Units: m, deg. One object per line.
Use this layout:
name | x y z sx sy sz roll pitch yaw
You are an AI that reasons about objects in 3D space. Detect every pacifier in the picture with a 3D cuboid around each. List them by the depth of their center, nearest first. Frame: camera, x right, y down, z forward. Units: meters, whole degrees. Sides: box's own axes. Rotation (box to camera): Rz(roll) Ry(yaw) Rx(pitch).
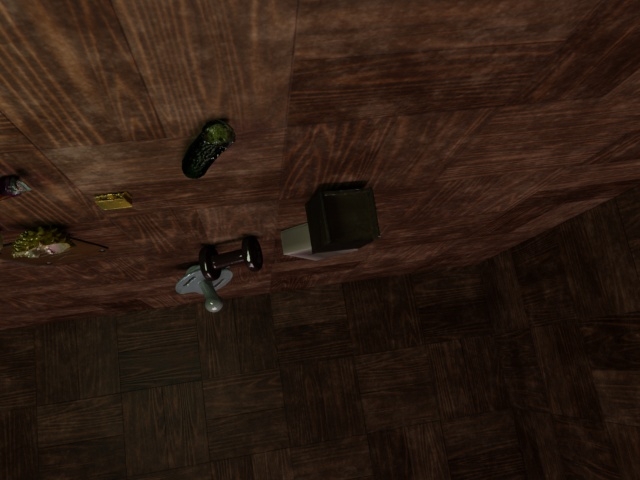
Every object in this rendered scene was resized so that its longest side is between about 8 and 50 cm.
pacifier | -0.493 0.213 2.342 0.239 0.225 0.287 -35 159 21

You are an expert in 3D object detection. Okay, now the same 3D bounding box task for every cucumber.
cucumber | -0.257 -0.182 1.123 0.067 0.067 0.245 -1 166 -31

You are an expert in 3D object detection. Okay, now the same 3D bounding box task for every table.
table | 0.063 -0.066 1.608 0.169 0.172 0.193 -6 171 -15

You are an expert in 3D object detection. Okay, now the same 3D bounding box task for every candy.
candy | -0.709 -0.113 1.162 0.175 0.043 0.045 -10 169 21

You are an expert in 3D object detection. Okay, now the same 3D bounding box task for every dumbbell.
dumbbell | -0.341 0.069 1.991 0.226 0.140 0.124 -12 177 14

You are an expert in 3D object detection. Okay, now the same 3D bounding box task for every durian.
durian | -0.792 -0.002 1.527 0.141 0.078 0.224 -23 176 7

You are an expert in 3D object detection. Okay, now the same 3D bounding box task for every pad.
pad | -0.905 0.036 1.735 0.287 0.018 0.284 -13 166 11

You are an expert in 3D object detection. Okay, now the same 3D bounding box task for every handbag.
handbag | -0.536 -0.102 1.358 0.084 0.027 0.061 -7 167 -5

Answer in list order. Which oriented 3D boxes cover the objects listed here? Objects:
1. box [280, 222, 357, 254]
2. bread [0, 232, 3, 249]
box | 0.000 0.000 2.014 0.203 0.106 0.252 -14 165 26
bread | -0.936 -0.013 1.380 0.126 0.068 0.188 -6 167 -16
